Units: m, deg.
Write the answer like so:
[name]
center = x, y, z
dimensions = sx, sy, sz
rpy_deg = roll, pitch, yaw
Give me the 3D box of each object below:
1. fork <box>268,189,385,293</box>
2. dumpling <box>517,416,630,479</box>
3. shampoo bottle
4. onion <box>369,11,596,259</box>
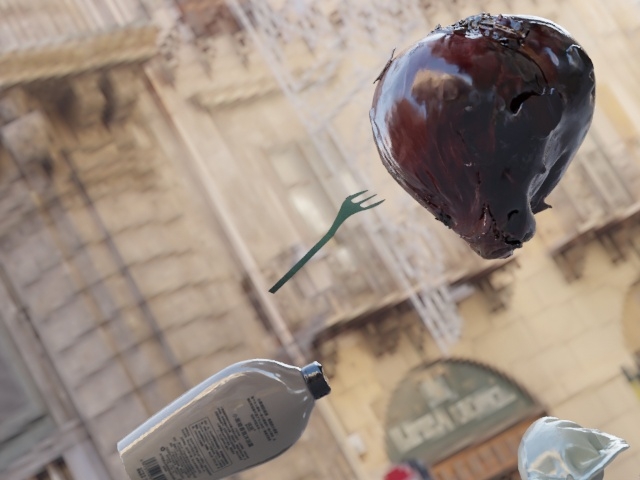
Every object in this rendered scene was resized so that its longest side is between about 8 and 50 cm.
[fork]
center = 0.000, -0.002, 2.057
dimensions = 0.039, 0.021, 0.235
rpy_deg = 29, -49, -24
[dumpling]
center = 0.342, 0.291, 2.139
dimensions = 0.155, 0.181, 0.111
rpy_deg = -12, -52, 17
[shampoo bottle]
center = -0.106, 0.214, 1.850
dimensions = 0.257, 0.127, 0.078
rpy_deg = -25, 13, 0
[onion]
center = 0.189, -0.141, 1.759
dimensions = 0.281, 0.281, 0.221
rpy_deg = -20, -1, -33
